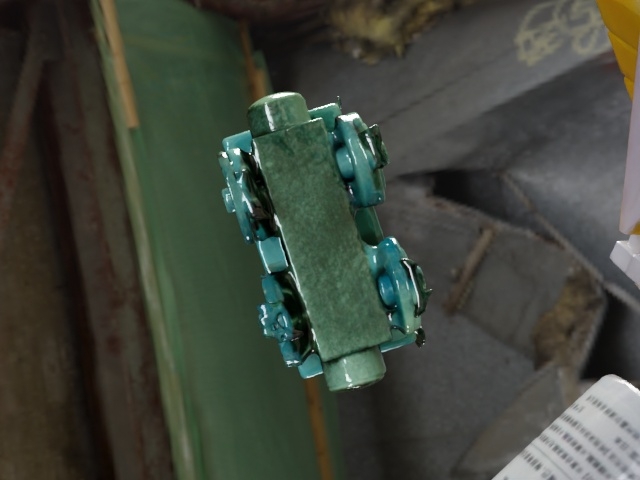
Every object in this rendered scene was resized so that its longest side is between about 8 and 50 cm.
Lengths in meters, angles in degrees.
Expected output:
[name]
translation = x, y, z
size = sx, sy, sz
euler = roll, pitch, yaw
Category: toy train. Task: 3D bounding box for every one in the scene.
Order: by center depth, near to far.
[toy train]
translation = 0.000, 0.000, 0.853
size = 0.163, 0.112, 0.203
euler = 146, 107, -87

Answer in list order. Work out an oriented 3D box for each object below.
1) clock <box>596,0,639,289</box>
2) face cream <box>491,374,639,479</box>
[clock]
translation = 0.243, -0.111, 0.549
size = 0.235, 0.166, 0.310
euler = 2, -61, -28
[face cream]
translation = 0.078, 0.251, 0.685
size = 0.145, 0.369, 0.145
euler = 46, 178, 2
